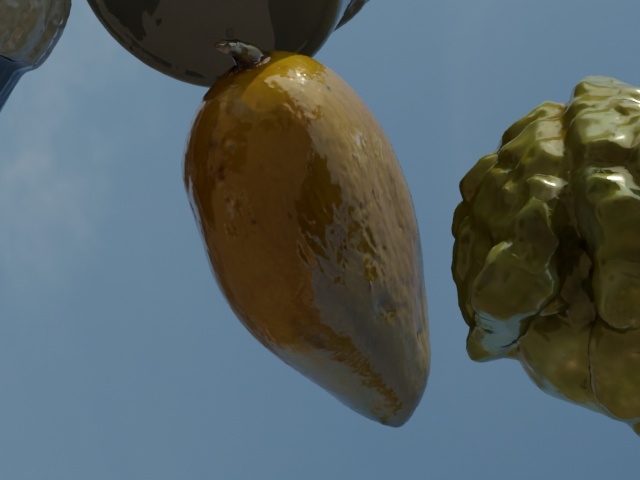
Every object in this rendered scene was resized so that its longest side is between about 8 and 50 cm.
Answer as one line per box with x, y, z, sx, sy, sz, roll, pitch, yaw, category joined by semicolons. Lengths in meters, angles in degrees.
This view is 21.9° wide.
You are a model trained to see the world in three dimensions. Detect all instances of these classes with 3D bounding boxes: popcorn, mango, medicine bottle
0.188;0.018;0.941;0.256;0.255;0.195;29;-71;34;popcorn
0.000;0.000;1.120;0.119;0.176;0.317;-9;-53;29;mango
-0.041;-0.273;1.246;0.245;0.306;0.245;10;-52;13;medicine bottle

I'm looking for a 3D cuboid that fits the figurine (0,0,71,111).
-0.267;-0.089;1.108;0.185;0.204;0.332;-147;-126;-70;figurine
